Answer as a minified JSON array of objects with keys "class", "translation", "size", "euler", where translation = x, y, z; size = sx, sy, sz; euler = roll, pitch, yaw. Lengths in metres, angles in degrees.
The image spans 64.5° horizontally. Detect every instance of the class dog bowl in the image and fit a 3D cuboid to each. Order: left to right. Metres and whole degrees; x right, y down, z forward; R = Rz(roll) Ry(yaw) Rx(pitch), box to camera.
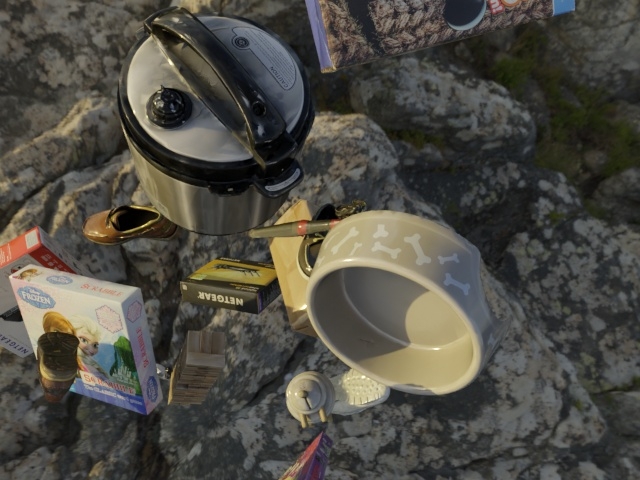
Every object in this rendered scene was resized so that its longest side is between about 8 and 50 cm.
[{"class":"dog bowl","translation":[0.129,0.120,0.848],"size":[0.349,0.349,0.102],"euler":[35,48,2]}]

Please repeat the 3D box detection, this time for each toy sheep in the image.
[{"class":"toy sheep","translation":[-0.016,0.258,0.831],"size":[0.091,0.132,0.091],"euler":[-2,68,5]}]

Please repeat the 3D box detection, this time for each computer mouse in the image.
[{"class":"computer mouse","translation":[-0.512,0.423,1.637],"size":[0.193,0.106,0.042],"euler":[-2,62,36]}]

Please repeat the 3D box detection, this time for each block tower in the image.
[{"class":"block tower","translation":[-0.320,0.331,1.296],"size":[0.091,0.335,0.097],"euler":[9,56,-20]}]

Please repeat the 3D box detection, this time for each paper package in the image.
[{"class":"paper package","translation":[0.039,0.098,1.381],"size":[0.309,0.168,0.324],"euler":[26,35,-43]}]

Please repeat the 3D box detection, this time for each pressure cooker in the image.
[{"class":"pressure cooker","translation":[-0.203,-0.230,1.021],"size":[0.370,0.420,0.375],"euler":[10,68,-7]}]

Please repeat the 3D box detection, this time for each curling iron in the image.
[{"class":"curling iron","translation":[-0.025,-0.028,0.946],"size":[0.068,0.274,0.035],"euler":[-50,121,-49]}]

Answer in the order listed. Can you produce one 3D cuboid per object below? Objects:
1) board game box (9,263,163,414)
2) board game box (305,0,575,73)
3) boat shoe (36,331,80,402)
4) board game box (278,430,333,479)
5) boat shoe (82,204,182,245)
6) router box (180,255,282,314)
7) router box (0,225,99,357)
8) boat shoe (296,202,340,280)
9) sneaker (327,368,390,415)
[{"class":"board game box","translation":[-0.538,0.230,1.176],"size":[0.319,0.318,0.066],"euler":[8,28,19]},{"class":"board game box","translation":[0.121,-0.352,0.605],"size":[0.291,0.141,0.232],"euler":[-15,108,-2]},{"class":"boat shoe","translation":[-0.430,0.199,0.824],"size":[0.064,0.178,0.060],"euler":[12,98,-29]},{"class":"board game box","translation":[-0.066,0.586,1.189],"size":[0.208,0.347,0.056],"euler":[-44,82,1]},{"class":"boat shoe","translation":[-0.532,-0.055,1.382],"size":[0.307,0.104,0.110],"euler":[-5,71,16]},{"class":"router box","translation":[-0.294,0.151,1.791],"size":[0.309,0.081,0.243],"euler":[6,22,22]},{"class":"router box","translation":[-0.808,0.155,1.414],"size":[0.301,0.335,0.082],"euler":[-31,53,-7]},{"class":"boat shoe","translation":[0.000,0.000,1.107],"size":[0.081,0.068,0.227],"euler":[18,36,-7]},{"class":"sneaker","translation":[0.082,0.363,1.191],"size":[0.095,0.235,0.090],"euler":[40,50,-25]}]
